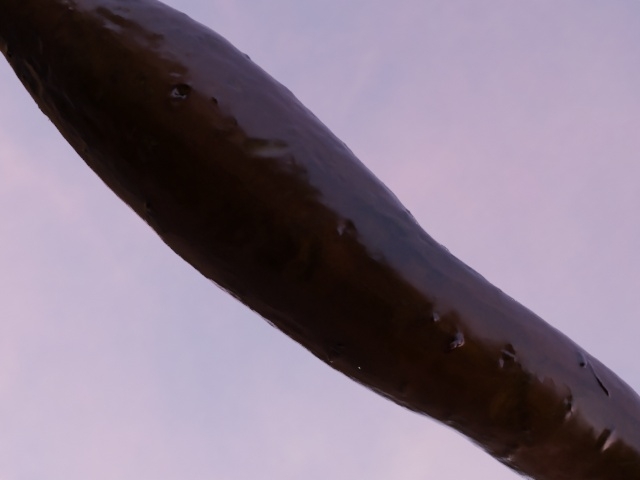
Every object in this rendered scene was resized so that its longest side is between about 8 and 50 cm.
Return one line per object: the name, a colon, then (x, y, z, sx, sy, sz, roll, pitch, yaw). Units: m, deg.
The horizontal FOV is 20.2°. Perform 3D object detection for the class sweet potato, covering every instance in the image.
sweet potato: (-0.001, 0.001, 0.488, 0.264, 0.057, 0.057, 41, -47, 9)
